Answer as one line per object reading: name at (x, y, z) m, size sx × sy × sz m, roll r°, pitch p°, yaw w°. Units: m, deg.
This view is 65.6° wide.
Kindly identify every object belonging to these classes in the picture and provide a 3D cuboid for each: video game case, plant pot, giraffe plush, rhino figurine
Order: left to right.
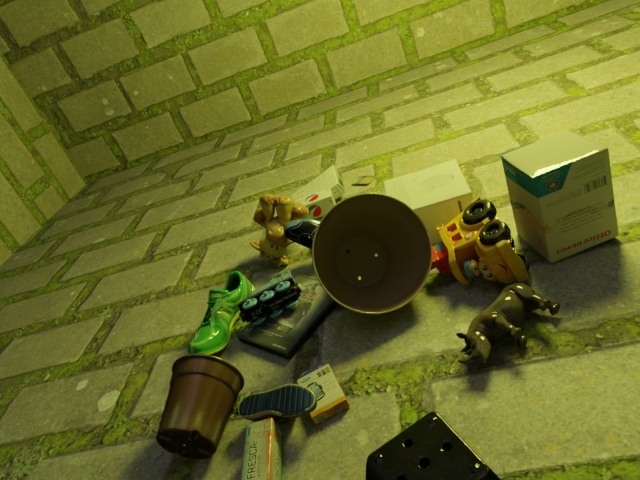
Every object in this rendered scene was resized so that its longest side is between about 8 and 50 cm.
plant pot at (-0.264, 0.360, 1.063) m, size 0.166 × 0.167 × 0.165 m, roll -12°, pitch 38°, yaw 20°
giraffe plush at (-0.142, -0.021, 1.578) m, size 0.181 × 0.210 × 0.171 m, roll 9°, pitch 42°, yaw 6°
video game case at (-0.068, 0.190, 1.329) m, size 0.196 × 0.026 × 0.274 m, roll 7°, pitch 42°, yaw 43°
plant pot at (0.115, 0.041, 1.242) m, size 0.284 × 0.284 × 0.191 m, roll -27°, pitch -6°, yaw -7°
plant pot at (0.171, 0.369, 0.717) m, size 0.188 × 0.167 × 0.187 m, roll -29°, pitch 30°, yaw -12°
rhino figurine at (0.363, 0.172, 1.002) m, size 0.243 × 0.073 × 0.106 m, roll -36°, pitch 35°, yaw -18°

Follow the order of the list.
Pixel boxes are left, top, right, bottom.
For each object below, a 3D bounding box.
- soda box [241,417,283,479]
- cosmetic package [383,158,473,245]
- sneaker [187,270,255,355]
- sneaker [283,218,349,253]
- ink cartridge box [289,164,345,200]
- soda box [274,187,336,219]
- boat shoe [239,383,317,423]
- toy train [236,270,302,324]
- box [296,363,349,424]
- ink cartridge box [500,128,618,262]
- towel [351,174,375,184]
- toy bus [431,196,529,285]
soda box at (-0.108, 0.427, 0.925) m, size 0.058 × 0.063 × 0.183 m, roll -19°, pitch 29°, yaw 9°
cosmetic package at (0.309, -0.099, 1.420) m, size 0.224 × 0.138 × 0.224 m, roll -15°, pitch 30°, yaw 12°
sneaker at (-0.286, 0.198, 1.367) m, size 0.109 × 0.124 × 0.296 m, roll -6°, pitch 34°, yaw 27°
sneaker at (0.000, 0.000, 1.470) m, size 0.232 × 0.082 × 0.091 m, roll 8°, pitch 40°, yaw 1°
ink cartridge box at (-0.019, -0.173, 1.889) m, size 0.232 × 0.066 × 0.189 m, roll -38°, pitch 25°, yaw 17°
soda box at (-0.052, -0.111, 1.769) m, size 0.216 × 0.069 × 0.074 m, roll -20°, pitch 30°, yaw 8°
boat shoe at (-0.078, 0.343, 1.030) m, size 0.183 × 0.066 × 0.066 m, roll -14°, pitch 47°, yaw 29°
toy train at (-0.136, 0.157, 1.333) m, size 0.184 × 0.080 × 0.105 m, roll -27°, pitch 20°, yaw -3°
box at (0.002, 0.321, 1.060) m, size 0.081 × 0.028 × 0.136 m, roll -26°, pitch 27°, yaw -5°
ink cartridge box at (0.553, -0.104, 1.157) m, size 0.171 × 0.233 × 0.168 m, roll -22°, pitch 27°, yaw 4°
towel at (0.162, -0.226, 1.866) m, size 0.083 × 0.009 × 0.060 m, roll 3°, pitch 39°, yaw 40°
toy bus at (0.358, 0.031, 1.184) m, size 0.211 × 0.149 × 0.220 m, roll -30°, pitch 30°, yaw 14°
